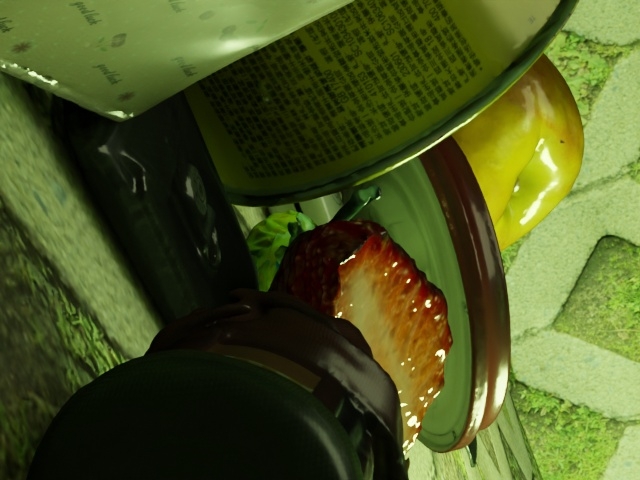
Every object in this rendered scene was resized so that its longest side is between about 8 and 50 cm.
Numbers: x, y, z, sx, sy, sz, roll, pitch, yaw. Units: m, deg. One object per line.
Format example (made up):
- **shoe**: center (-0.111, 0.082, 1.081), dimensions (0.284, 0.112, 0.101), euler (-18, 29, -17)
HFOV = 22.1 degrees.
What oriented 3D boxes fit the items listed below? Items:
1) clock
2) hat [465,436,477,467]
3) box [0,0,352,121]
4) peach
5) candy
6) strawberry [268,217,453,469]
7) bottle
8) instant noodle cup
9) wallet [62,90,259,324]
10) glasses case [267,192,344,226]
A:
- **clock**: center (0.079, 0.037, 1.482), dimensions (0.318, 0.080, 0.318), euler (169, -90, -76)
- **hat**: center (0.137, 0.203, 1.793), dimensions (0.121, 0.050, 0.121), euler (60, 14, -25)
- **box**: center (-0.045, -0.215, 0.755), dimensions (0.225, 0.297, 0.190), euler (22, 47, -64)
- **peach**: center (0.135, -0.121, 1.871), dimensions (0.308, 0.289, 0.289), euler (41, -10, 36)
- **candy**: center (-0.003, -0.001, 1.108), dimensions (0.077, 0.073, 0.262), euler (54, -17, 2)
- **strawberry**: center (0.003, 0.075, 1.053), dimensions (0.175, 0.106, 0.236), euler (-23, 127, -51)
- **bottle**: center (-0.029, 0.104, 0.722), dimensions (0.271, 0.143, 0.156), euler (-25, 132, -82)
- **instant noodle cup**: center (-0.020, -0.218, 1.072), dimensions (0.254, 0.325, 0.325), euler (53, 16, -29)
- **wallet**: center (-0.084, -0.013, 0.980), dimensions (0.168, 0.052, 0.245), euler (-94, 164, -52)
- **glasses case**: center (-0.017, -0.042, 1.400), dimensions (0.092, 0.059, 0.233), euler (10, 58, -78)
